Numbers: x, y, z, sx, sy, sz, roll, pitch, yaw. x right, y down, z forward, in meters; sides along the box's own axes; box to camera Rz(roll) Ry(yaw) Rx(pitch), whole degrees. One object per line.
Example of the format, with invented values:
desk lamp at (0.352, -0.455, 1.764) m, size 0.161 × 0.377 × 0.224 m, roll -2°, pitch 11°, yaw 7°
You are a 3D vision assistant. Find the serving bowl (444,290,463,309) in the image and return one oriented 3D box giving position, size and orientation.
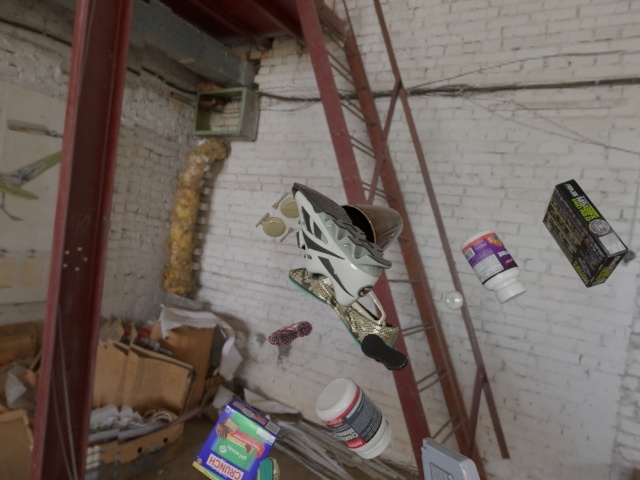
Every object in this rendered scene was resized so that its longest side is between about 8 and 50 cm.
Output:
serving bowl at (0.566, 0.257, 1.826) m, size 0.083 × 0.083 × 0.027 m, roll 9°, pitch 2°, yaw 45°

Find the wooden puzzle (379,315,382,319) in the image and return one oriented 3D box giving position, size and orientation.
wooden puzzle at (0.238, 0.324, 1.659) m, size 0.006 × 0.083 × 0.049 m, roll 7°, pitch 34°, yaw 30°

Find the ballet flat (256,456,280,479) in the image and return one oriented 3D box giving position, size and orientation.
ballet flat at (-0.160, 0.786, 1.287) m, size 0.091 × 0.241 × 0.077 m, roll -12°, pitch -50°, yaw 20°

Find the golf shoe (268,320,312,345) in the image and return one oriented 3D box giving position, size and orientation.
golf shoe at (-0.127, 0.383, 1.761) m, size 0.186 × 0.067 × 0.086 m, roll -15°, pitch 3°, yaw -14°

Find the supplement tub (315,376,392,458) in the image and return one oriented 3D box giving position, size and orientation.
supplement tub at (0.128, 0.681, 1.643) m, size 0.272 × 0.191 × 0.191 m, roll 49°, pitch -10°, yaw -13°

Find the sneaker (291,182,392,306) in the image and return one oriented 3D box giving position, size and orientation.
sneaker at (0.000, 0.000, 0.892) m, size 0.123 × 0.146 × 0.330 m, roll 17°, pitch 26°, yaw -39°

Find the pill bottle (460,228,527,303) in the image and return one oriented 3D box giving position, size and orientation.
pill bottle at (0.488, 0.074, 1.196) m, size 0.108 × 0.193 × 0.108 m, roll -21°, pitch -24°, yaw -10°

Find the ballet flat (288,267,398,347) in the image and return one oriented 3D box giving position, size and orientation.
ballet flat at (0.092, 0.203, 1.544) m, size 0.483 × 0.182 × 0.164 m, roll 41°, pitch 16°, yaw 28°

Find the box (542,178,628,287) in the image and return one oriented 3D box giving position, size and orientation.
box at (0.791, -0.020, 1.299) m, size 0.060 × 0.270 × 0.216 m, roll -20°, pitch -33°, yaw 5°

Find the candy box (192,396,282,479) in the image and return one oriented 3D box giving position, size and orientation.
candy box at (-0.367, 0.913, 1.889) m, size 0.268 × 0.317 × 0.122 m, roll 30°, pitch 2°, yaw 9°

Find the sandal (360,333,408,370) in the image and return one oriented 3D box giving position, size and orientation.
sandal at (0.177, 0.317, 1.191) m, size 0.179 × 0.067 × 0.040 m, roll 22°, pitch -24°, yaw 54°

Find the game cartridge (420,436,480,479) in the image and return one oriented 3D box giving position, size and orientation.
game cartridge at (0.371, 0.723, 1.175) m, size 0.062 × 0.297 × 0.198 m, roll -7°, pitch -1°, yaw -29°

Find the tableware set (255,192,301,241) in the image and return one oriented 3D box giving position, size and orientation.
tableware set at (-0.136, -0.089, 1.555) m, size 0.128 × 0.194 × 0.039 m, roll 33°, pitch 29°, yaw -26°

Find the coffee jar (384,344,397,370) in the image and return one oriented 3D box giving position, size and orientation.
coffee jar at (0.300, 0.504, 1.903) m, size 0.096 × 0.079 × 0.184 m, roll 50°, pitch -10°, yaw 39°

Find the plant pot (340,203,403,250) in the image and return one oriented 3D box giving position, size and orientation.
plant pot at (0.176, -0.037, 1.474) m, size 0.230 × 0.215 × 0.215 m, roll -17°, pitch 18°, yaw -42°
